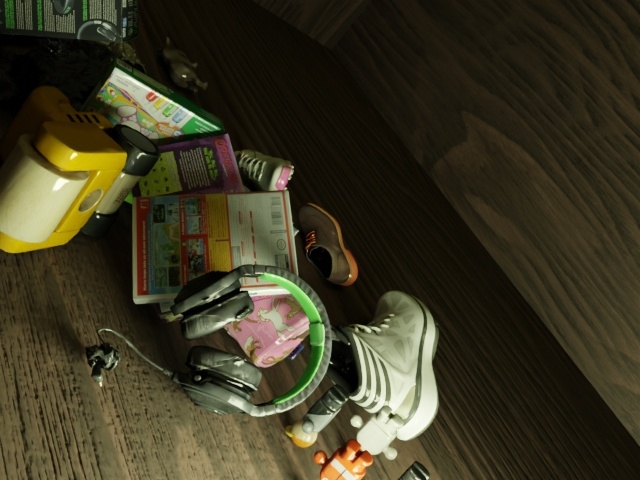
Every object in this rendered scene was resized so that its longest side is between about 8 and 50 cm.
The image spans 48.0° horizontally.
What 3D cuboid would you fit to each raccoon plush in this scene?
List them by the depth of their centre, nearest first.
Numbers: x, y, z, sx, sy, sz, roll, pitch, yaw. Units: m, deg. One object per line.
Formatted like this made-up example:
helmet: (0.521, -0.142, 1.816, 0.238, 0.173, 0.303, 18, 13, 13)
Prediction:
raccoon plush: (-0.552, -0.384, 1.525, 0.446, 0.216, 0.299, 30, 17, -29)

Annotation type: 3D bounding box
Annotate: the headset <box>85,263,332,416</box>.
headset: (-0.160, 0.160, 1.124, 0.394, 0.185, 0.244, -2, 81, -22)

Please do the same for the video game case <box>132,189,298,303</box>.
video game case: (-0.189, 0.007, 1.282, 0.285, 0.025, 0.204, -3, 63, -9)

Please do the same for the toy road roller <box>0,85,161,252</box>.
toy road roller: (-0.457, -0.137, 1.210, 0.240, 0.202, 0.329, 41, 17, 6)

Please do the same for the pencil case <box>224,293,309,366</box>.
pencil case: (-0.163, 0.061, 1.406, 0.386, 0.160, 0.167, 49, 12, 18)

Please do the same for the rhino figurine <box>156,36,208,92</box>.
rhino figurine: (-0.430, -0.536, 2.169, 0.106, 0.073, 0.243, 22, 28, -47)

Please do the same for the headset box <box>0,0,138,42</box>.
headset box: (-0.510, -0.462, 1.387, 0.283, 0.131, 0.246, 2, 18, -9)

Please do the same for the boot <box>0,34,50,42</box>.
boot: (-0.735, -0.551, 1.632, 0.246, 0.094, 0.207, 49, 25, -2)

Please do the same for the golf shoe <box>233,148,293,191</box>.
golf shoe: (-0.162, -0.174, 1.847, 0.140, 0.115, 0.306, 22, 0, -20)

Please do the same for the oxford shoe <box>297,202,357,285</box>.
oxford shoe: (0.000, 0.000, 1.889, 0.098, 0.097, 0.271, 8, 40, -47)

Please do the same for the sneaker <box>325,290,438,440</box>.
sneaker: (0.122, 0.208, 1.606, 0.257, 0.169, 0.447, 37, 25, -19)

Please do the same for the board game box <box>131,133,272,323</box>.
board game box: (-0.230, -0.032, 1.336, 0.056, 0.208, 0.347, 95, -20, -63)

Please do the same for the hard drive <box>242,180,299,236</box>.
hard drive: (-0.204, -0.116, 1.696, 0.339, 0.064, 0.237, 39, 1, -9)

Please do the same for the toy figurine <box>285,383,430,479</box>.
toy figurine: (0.056, 0.376, 1.232, 0.213, 0.148, 0.209, 26, 21, -31)

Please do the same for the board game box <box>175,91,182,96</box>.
board game box: (-0.344, -0.274, 1.650, 0.039, 0.124, 0.259, 32, 4, -25)

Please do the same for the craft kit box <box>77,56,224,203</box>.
craft kit box: (-0.361, -0.195, 1.419, 0.249, 0.247, 0.061, 27, 29, -34)

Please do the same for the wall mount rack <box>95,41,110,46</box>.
wall mount rack: (-0.655, -0.616, 1.830, 0.350, 0.130, 0.304, 25, 23, -37)
